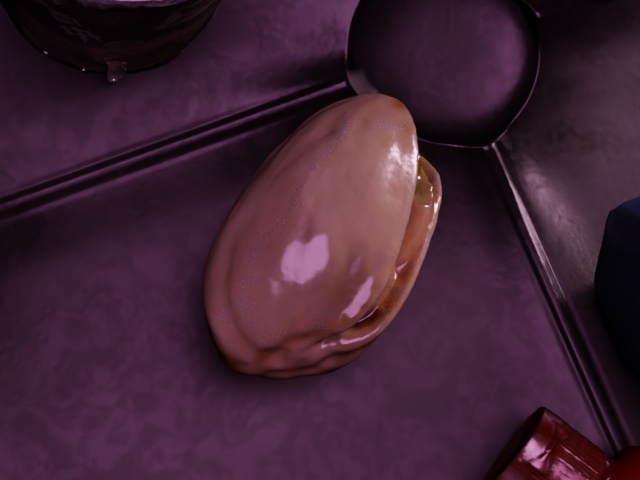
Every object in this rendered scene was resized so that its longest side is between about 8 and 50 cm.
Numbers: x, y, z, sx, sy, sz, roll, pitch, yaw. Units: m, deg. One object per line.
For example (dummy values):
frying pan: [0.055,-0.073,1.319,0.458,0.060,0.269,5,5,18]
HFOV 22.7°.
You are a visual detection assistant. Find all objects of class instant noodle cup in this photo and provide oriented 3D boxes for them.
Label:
instant noodle cup: [-0.137,-0.222,1.070,0.217,0.207,0.217,2,78,-10]

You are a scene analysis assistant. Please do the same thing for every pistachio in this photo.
pistachio: [0.000,0.000,1.085,0.144,0.144,0.215,32,64,-2]

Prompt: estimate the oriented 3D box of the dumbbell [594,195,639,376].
dumbbell: [0.364,0.001,1.139,0.325,0.160,0.144,-20,113,-14]

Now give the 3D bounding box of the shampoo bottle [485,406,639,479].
shampoo bottle: [0.257,0.237,1.101,0.314,0.076,0.118,37,74,0]
